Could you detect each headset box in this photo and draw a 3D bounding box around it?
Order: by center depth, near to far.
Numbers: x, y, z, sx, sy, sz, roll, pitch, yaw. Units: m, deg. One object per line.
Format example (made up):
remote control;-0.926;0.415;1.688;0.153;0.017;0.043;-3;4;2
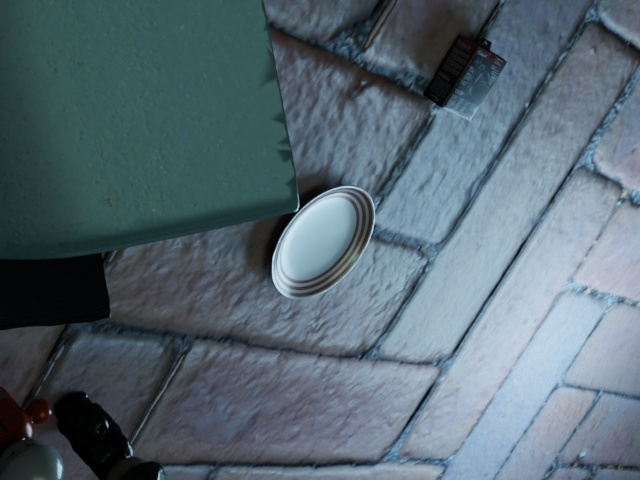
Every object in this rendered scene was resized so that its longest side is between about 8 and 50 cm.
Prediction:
headset box;0.155;-0.174;1.383;0.062;0.032;0.083;14;110;-53

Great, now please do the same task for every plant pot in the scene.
plant pot;-0.191;-0.126;0.802;0.252;0.248;0.247;-19;118;-19

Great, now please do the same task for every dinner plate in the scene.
dinner plate;0.000;0.000;1.387;0.141;0.017;0.141;-29;141;-28

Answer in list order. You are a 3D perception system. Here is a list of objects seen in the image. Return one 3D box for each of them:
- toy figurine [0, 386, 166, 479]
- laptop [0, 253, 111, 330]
toy figurine;-0.272;0.244;1.200;0.209;0.148;0.213;-55;145;7
laptop;-0.235;-0.073;0.949;0.234;0.136;0.264;-3;79;-44
